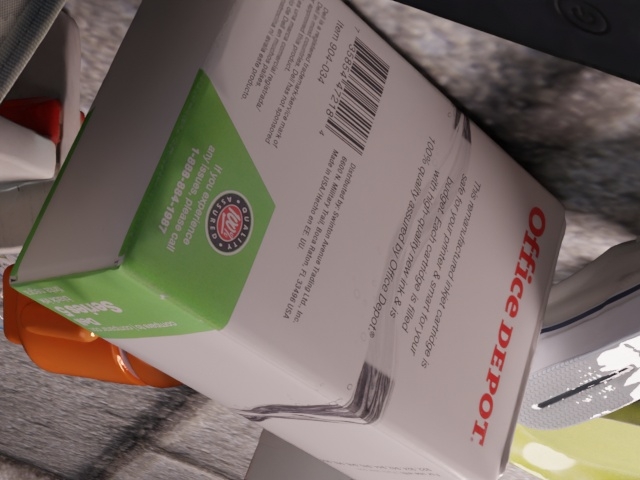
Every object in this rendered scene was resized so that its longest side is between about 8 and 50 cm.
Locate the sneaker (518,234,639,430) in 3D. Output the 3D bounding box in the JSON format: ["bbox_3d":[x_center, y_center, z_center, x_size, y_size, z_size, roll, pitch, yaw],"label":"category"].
[{"bbox_3d":[0.216,0.029,0.673,0.258,0.091,0.094,-24,130,29],"label":"sneaker"}]

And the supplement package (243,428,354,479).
[{"bbox_3d":[0.034,0.150,0.913,0.149,0.203,0.194,18,155,3],"label":"supplement package"}]

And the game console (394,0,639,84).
[{"bbox_3d":[-0.062,-0.186,0.307,0.387,0.060,0.342,28,164,34],"label":"game console"}]

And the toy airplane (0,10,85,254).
[{"bbox_3d":[-0.318,-0.058,0.725,0.384,0.272,0.386,-12,159,-28],"label":"toy airplane"}]

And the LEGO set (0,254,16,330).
[{"bbox_3d":[-0.321,0.049,1.177,0.182,0.060,0.244,4,143,38],"label":"LEGO set"}]

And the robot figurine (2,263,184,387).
[{"bbox_3d":[-0.171,0.059,0.969,0.219,0.128,0.158,5,149,26],"label":"robot figurine"}]

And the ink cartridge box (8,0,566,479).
[{"bbox_3d":[0.000,0.000,0.626,0.273,0.198,0.115,37,151,-33],"label":"ink cartridge box"}]

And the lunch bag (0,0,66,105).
[{"bbox_3d":[-0.257,-0.081,0.450,0.235,0.287,0.169,35,162,-22],"label":"lunch bag"}]

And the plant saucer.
[{"bbox_3d":[0.272,0.191,1.026,0.241,0.037,0.241,16,155,8],"label":"plant saucer"}]
